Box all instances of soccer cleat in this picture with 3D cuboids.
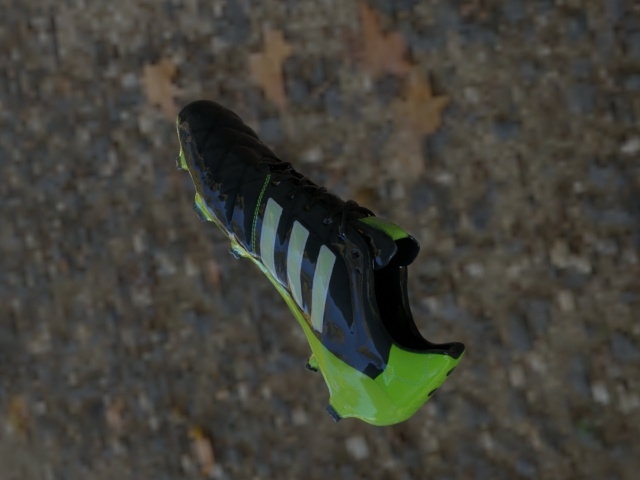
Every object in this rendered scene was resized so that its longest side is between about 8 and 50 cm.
[{"bbox_3d":[0.000,0.000,0.861,0.072,0.060,0.179,-40,77,26],"label":"soccer cleat"}]
